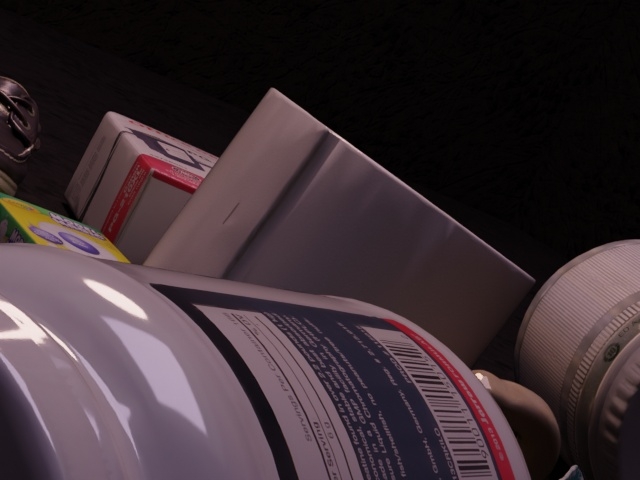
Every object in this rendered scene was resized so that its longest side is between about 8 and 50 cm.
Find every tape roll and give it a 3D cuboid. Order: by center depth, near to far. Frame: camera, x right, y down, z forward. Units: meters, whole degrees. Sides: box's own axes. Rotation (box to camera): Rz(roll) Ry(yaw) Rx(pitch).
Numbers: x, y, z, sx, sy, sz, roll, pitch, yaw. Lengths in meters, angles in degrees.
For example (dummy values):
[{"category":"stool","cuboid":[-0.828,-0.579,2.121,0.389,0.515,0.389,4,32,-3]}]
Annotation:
[{"category":"tape roll","cuboid":[0.012,0.025,1.237,0.246,0.169,0.246,36,4,-3]}]

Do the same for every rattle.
[{"category":"rattle","cuboid":[0.122,0.182,1.076,0.199,0.130,0.143,55,-2,-42]}]

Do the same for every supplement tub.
[{"category":"supplement tub","cuboid":[-0.061,0.102,0.528,0.191,0.191,0.272,30,9,29]}]

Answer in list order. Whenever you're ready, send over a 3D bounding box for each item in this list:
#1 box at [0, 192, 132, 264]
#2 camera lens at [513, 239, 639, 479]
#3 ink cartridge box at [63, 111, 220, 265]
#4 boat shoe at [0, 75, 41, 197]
[{"category":"box","cuboid":[-0.192,0.016,1.248,0.105,0.043,0.179,22,7,-34]},{"category":"camera lens","cuboid":[0.300,0.128,1.438,0.219,0.219,0.274,24,8,-14]},{"category":"ink cartridge box","cuboid":[-0.118,-0.020,1.500,0.172,0.100,0.237,24,8,-22]},{"category":"boat shoe","cuboid":[-0.285,-0.097,1.418,0.103,0.092,0.285,30,1,-10]}]
